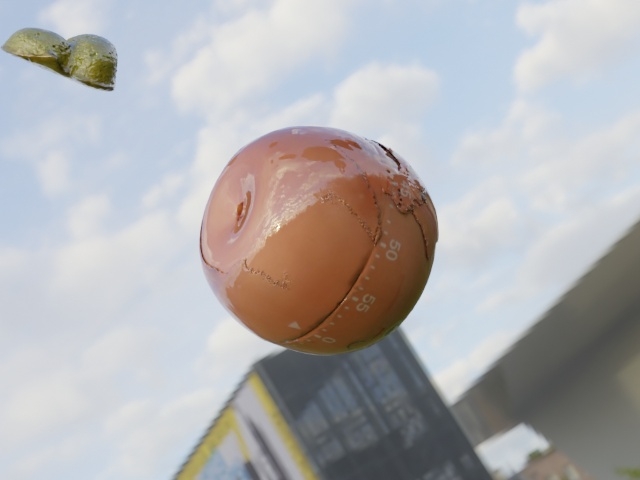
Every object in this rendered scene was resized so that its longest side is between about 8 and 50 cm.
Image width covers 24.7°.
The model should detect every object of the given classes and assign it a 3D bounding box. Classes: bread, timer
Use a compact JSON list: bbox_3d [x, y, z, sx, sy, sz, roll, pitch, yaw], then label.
[{"bbox_3d":[-0.323,-0.237,1.830,0.188,0.149,0.065,-134,61,-73],"label":"bread"},{"bbox_3d":[0.000,0.000,1.466,0.214,0.230,0.229,19,-46,-30],"label":"timer"}]
